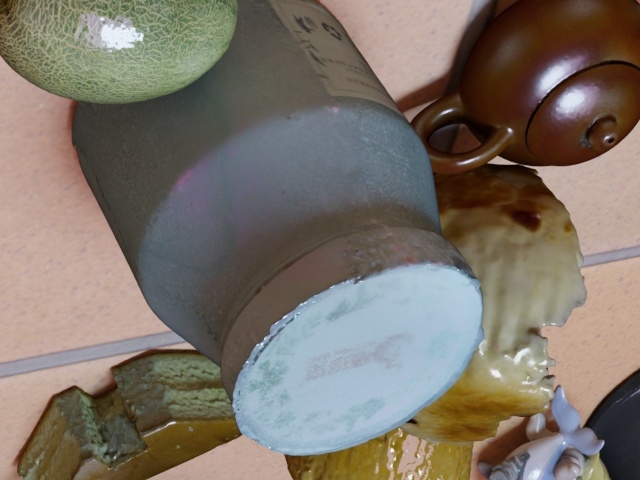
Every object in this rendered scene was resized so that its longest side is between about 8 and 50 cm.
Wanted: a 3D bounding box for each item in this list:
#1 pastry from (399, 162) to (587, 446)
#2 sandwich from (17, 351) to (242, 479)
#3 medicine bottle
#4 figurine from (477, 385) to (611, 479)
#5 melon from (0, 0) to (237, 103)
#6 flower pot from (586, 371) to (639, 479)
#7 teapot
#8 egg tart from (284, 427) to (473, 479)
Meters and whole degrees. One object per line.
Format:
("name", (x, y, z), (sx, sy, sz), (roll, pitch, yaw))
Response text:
("pastry", (0.100, 0.045, 1.312), (0.170, 0.237, 0.256), (6, 156, -26))
("sandwich", (-0.180, 0.173, 1.411), (0.244, 0.090, 0.088), (-26, 147, 1))
("medicine bottle", (-0.028, -0.011, 1.127), (0.245, 0.290, 0.245), (-17, 141, -15))
("figurine", (0.281, 0.279, 1.798), (0.183, 0.128, 0.208), (-4, 132, -32))
("melon", (-0.145, -0.160, 1.006), (0.192, 0.139, 0.139), (3, 133, -41))
("flower pot", (0.475, 0.261, 1.867), (0.269, 0.166, 0.269), (-18, 141, -16))
("teapot", (0.193, -0.118, 1.273), (0.252, 0.135, 0.178), (-25, 139, -6))
("egg tart", (0.073, 0.178, 1.508), (0.202, 0.202, 0.147), (-2, 123, -31))
